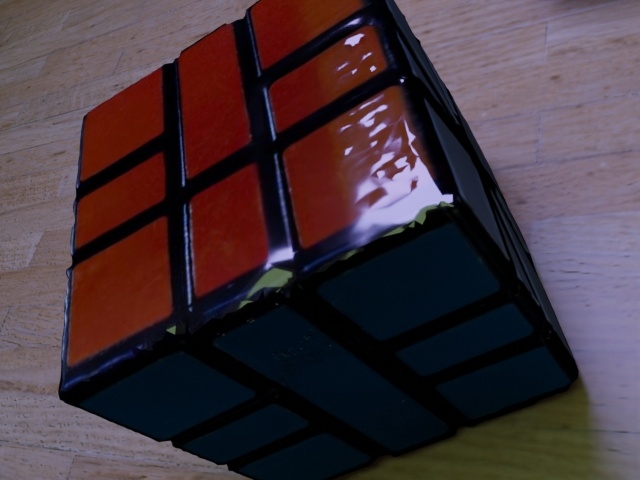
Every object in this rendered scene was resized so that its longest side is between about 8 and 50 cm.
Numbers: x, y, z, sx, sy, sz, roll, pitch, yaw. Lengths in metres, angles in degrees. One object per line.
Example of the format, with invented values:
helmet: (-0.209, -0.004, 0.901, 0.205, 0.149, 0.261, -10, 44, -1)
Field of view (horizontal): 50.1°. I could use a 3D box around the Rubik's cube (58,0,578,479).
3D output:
Rubik's cube: (0.000, 0.000, 0.551, 0.283, 0.288, 0.294, -26, 51, 20)
